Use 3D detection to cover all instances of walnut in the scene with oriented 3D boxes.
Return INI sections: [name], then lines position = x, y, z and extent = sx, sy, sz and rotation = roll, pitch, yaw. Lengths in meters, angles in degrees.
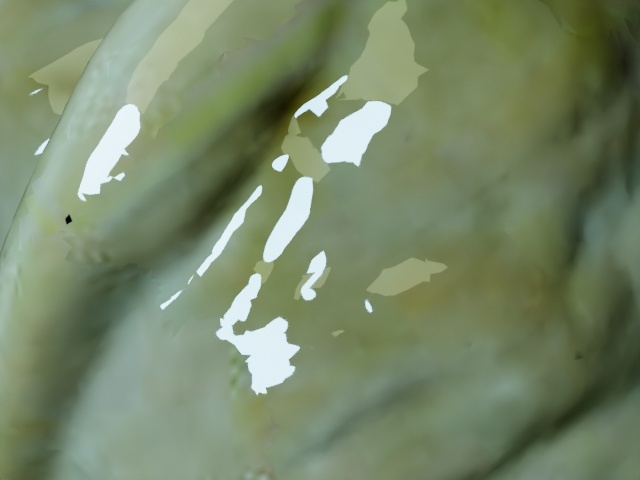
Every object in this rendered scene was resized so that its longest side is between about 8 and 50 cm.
[walnut]
position = 0.000, 0.000, 0.604
extent = 0.296, 0.285, 0.285
rotation = 41, 72, 20
